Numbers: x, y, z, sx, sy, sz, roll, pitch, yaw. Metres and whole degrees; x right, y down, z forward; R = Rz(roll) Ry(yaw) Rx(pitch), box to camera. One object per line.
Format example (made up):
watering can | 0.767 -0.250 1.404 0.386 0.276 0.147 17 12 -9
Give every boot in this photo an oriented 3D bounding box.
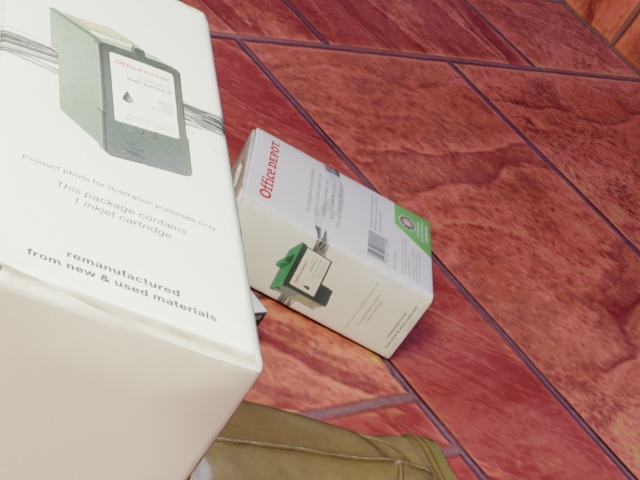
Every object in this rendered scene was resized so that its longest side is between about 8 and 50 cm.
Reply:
boot | 0.004 0.219 1.168 0.269 0.089 0.236 16 22 -32

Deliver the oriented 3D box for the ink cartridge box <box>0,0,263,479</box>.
ink cartridge box | -0.130 0.018 0.651 0.115 0.198 0.273 22 29 -23

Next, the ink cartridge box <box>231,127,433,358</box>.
ink cartridge box | 0.000 0.000 1.501 0.219 0.092 0.160 28 27 -12

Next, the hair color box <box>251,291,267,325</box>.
hair color box | -0.136 0.028 1.350 0.093 0.053 0.167 -2 43 -51
